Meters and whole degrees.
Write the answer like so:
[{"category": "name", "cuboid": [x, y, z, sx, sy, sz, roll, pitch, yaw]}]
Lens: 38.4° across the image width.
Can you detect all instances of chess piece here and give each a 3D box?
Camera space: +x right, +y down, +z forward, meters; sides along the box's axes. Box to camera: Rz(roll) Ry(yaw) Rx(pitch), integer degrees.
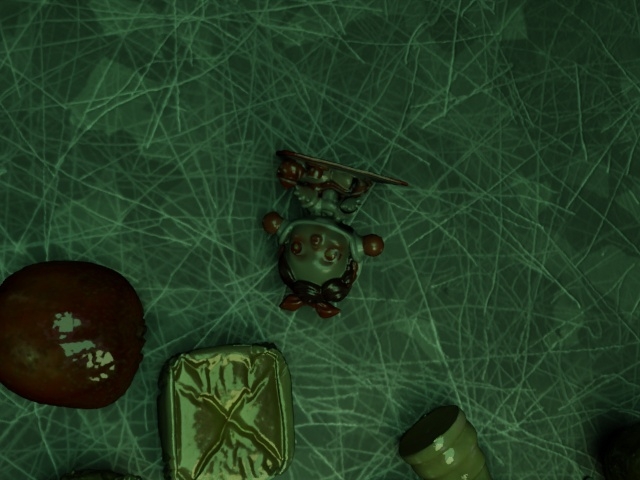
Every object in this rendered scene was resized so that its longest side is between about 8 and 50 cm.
[{"category": "chess piece", "cuboid": [0.278, 0.433, 1.385, 0.117, 0.117, 0.397, -39, 97, -10]}]

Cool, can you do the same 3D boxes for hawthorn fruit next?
[{"category": "hawthorn fruit", "cuboid": [-0.364, 0.125, 1.234, 0.254, 0.205, 0.205, 2, 87, -6]}]

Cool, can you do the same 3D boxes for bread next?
[{"category": "bread", "cuboid": [-0.136, 0.251, 1.312, 0.192, 0.110, 0.209, -6, 89, -17]}]

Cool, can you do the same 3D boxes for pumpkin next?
[{"category": "pumpkin", "cuboid": [0.522, 0.374, 1.377, 0.162, 0.219, 0.219, -44, 96, -12]}]

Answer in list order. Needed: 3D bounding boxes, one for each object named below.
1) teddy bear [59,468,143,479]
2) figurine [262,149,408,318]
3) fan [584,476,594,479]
[{"category": "teddy bear", "cuboid": [-0.296, 0.435, 1.252, 0.267, 0.156, 0.256, -15, 95, 19]}, {"category": "figurine", "cuboid": [0.000, 0.000, 1.337, 0.184, 0.160, 0.226, 14, 93, -9]}, {"category": "fan", "cuboid": [0.487, 0.465, 1.470, 0.132, 0.009, 0.220, -39, 96, -12]}]
